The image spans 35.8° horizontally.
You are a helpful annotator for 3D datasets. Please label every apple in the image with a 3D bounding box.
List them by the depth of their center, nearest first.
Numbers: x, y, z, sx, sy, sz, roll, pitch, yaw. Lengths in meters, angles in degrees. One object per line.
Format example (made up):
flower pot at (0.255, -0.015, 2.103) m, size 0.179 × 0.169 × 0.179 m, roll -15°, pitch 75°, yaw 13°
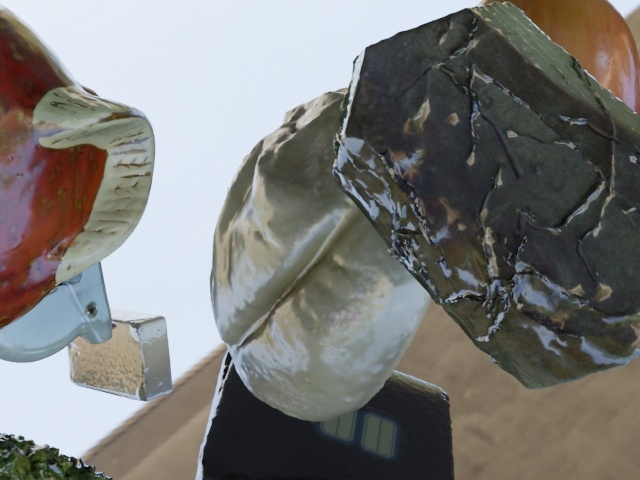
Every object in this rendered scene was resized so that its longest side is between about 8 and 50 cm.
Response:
apple at (0.266, -0.180, 1.177) m, size 0.242 × 0.241 × 0.242 m, roll 5°, pitch -176°, yaw 0°

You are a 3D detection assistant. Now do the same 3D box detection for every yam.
yam at (0.135, -0.039, 0.707) m, size 0.201 × 0.271 × 0.202 m, roll -36°, pitch 179°, yaw -8°

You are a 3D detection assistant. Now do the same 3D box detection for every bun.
bun at (0.000, 0.000, 1.019) m, size 0.219 × 0.365 × 0.365 m, roll 23°, pitch -147°, yaw -6°

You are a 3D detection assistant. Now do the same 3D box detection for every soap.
soap at (-0.305, 0.167, 1.484) m, size 0.183 × 0.121 × 0.064 m, roll 5°, pitch -168°, yaw 40°

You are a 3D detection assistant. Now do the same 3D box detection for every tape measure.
tape measure at (-0.382, 0.043, 1.288) m, size 0.125 × 0.243 × 0.246 m, roll 7°, pitch -159°, yaw 36°

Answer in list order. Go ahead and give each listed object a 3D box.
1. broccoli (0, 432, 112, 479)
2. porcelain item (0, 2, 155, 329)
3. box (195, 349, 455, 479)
broccoli at (-0.414, 0.384, 1.245) m, size 0.277 × 0.338 × 0.317 m, roll -34°, pitch -179°, yaw 33°
porcelain item at (-0.225, -0.064, 0.629) m, size 0.253 × 0.253 × 0.253 m, roll -12°, pitch -150°, yaw 7°
box at (0.016, 0.279, 1.372) m, size 0.350 × 0.091 × 0.359 m, roll 18°, pitch -152°, yaw -5°
